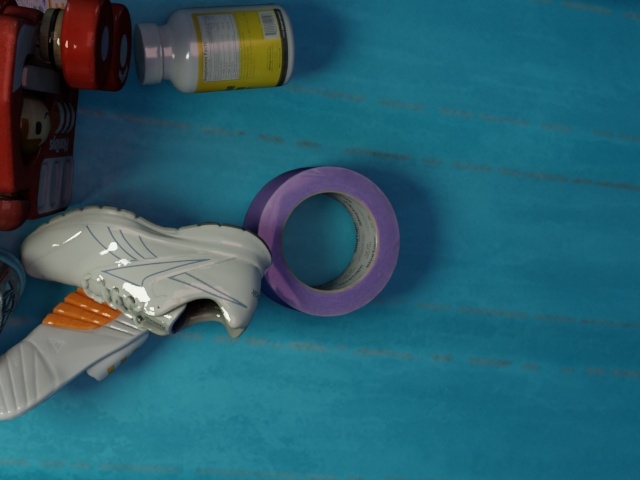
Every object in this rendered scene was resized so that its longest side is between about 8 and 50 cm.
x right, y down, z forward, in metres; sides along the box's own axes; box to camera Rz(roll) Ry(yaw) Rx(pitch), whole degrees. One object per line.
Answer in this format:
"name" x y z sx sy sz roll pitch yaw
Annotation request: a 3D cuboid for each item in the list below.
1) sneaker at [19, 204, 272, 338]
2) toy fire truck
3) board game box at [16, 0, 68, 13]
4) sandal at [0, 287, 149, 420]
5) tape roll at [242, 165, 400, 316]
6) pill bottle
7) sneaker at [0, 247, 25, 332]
"sneaker" -0.209 0.040 1.489 0.297 0.111 0.129 5 61 3
"toy fire truck" -0.312 -0.141 1.385 0.169 0.302 0.254 5 96 0
"board game box" -0.352 -0.308 1.516 0.103 0.026 0.154 -9 95 -18
"sandal" -0.299 0.135 1.514 0.102 0.076 0.265 39 55 22
"tape roll" 0.000 0.000 1.614 0.188 0.080 0.189 -1 93 -17
"pill bottle" -0.130 -0.233 1.550 0.184 0.103 0.103 -6 94 -17
"sneaker" -0.432 0.128 1.442 0.104 0.125 0.262 28 98 -13
